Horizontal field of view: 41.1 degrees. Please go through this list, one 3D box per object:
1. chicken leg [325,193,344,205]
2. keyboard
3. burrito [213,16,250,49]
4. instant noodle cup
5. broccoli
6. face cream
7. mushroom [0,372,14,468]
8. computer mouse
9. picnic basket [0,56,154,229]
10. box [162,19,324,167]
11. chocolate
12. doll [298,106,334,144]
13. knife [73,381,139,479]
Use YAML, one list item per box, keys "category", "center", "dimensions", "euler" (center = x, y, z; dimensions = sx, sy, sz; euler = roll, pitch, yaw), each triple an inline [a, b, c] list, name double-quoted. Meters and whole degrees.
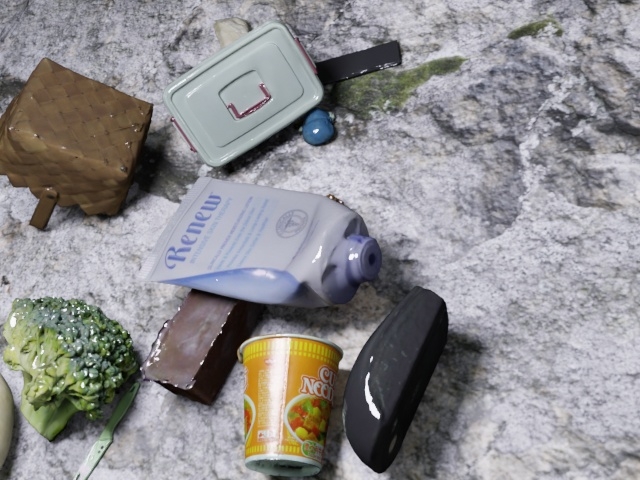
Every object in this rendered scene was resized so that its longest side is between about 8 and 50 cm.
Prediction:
- category: "chicken leg"
  center: [0.003, 0.000, 1.506]
  dimensions: [0.101, 0.085, 0.207]
  euler: [-19, 41, 25]
- category: "keyboard"
  center: [0.070, -0.367, 1.788]
  dimensions: [0.197, 0.015, 0.074]
  euler: [-13, 48, 14]
- category: "burrito"
  center: [-0.186, -0.415, 1.906]
  dimensions: [0.082, 0.059, 0.275]
  euler: [-11, 51, -2]
- category: "instant noodle cup"
  center: [-0.051, 0.254, 1.296]
  dimensions: [0.168, 0.168, 0.185]
  euler: [-7, 60, 19]
- category: "broccoli"
  center: [-0.455, 0.216, 1.471]
  dimensions: [0.248, 0.288, 0.245]
  euler: [32, 87, -1]
- category: "face cream"
  center: [-0.093, 0.006, 1.408]
  dimensions: [0.420, 0.137, 0.234]
  euler: [9, 59, 32]
- category: "mushroom"
  center: [-0.664, 0.335, 1.441]
  dimensions: [0.315, 0.315, 0.356]
  euler: [-48, 17, -15]
- category: "computer mouse"
  center: [0.099, 0.199, 1.248]
  dimensions: [0.100, 0.170, 0.269]
  euler: [20, 62, 18]
- category: "picnic basket"
  center: [-0.518, -0.184, 1.756]
  dimensions: [0.321, 0.291, 0.254]
  euler: [-42, 30, 55]
- category: "box"
  center: [-0.158, -0.298, 1.706]
  dimensions: [0.294, 0.193, 0.167]
  euler: [-33, 19, 0]
- category: "chocolate"
  center: [-0.173, 0.132, 1.461]
  dimensions: [0.112, 0.112, 0.321]
  euler: [13, 61, 28]
- category: "doll"
  center: [-0.010, -0.223, 1.694]
  dimensions: [0.076, 0.050, 0.083]
  euler: [-20, 52, 14]
- category: "knife"
  center: [-0.364, 0.333, 1.458]
  dimensions: [0.030, 0.014, 0.207]
  euler: [15, 64, 32]
